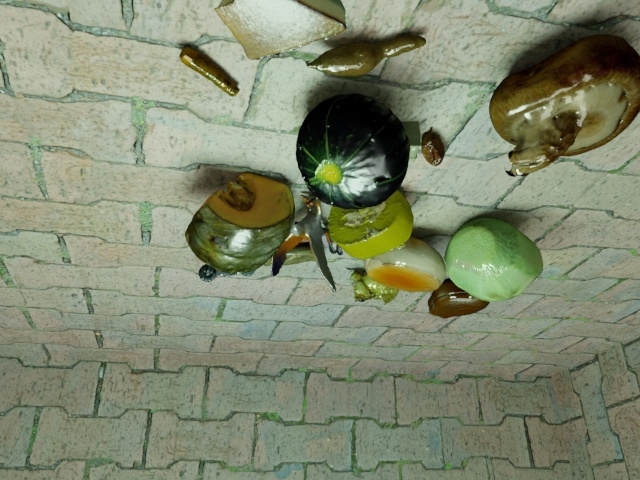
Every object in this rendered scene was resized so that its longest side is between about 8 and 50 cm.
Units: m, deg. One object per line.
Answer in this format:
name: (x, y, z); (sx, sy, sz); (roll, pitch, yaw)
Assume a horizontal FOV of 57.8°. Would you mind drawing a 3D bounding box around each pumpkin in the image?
pumpkin: (-0.229, -0.048, 1.730); (0.256, 0.303, 0.225); (39, 139, 5)
pumpkin: (0.095, -0.236, 1.457); (0.295, 0.296, 0.296); (-1, 152, -1)

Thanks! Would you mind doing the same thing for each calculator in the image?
calculator: (0.003, 0.007, 2.104); (0.094, 0.019, 0.141); (14, 148, -33)

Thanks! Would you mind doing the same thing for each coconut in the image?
coconut: (0.595, 0.073, 1.988); (0.328, 0.281, 0.328); (5, 155, 2)

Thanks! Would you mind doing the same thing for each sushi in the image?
sushi: (0.311, -0.257, 1.603); (0.052, 0.055, 0.120); (-8, 142, 33)

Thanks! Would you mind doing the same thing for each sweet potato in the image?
sweet potato: (0.100, -0.409, 1.292); (0.269, 0.075, 0.075); (-13, 151, 1)

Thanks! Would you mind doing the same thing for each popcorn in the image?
popcorn: (0.214, 0.176, 2.312); (0.195, 0.174, 0.168); (-11, 173, -2)

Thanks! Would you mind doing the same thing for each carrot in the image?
carrot: (-0.252, -0.385, 1.340); (0.042, 0.042, 0.170); (-20, 147, 30)

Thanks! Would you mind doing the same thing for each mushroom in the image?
mushroom: (0.574, -0.290, 1.337); (0.345, 0.260, 0.345); (-1, 152, -1)

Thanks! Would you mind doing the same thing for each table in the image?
table: (0.231, -0.262, 1.559); (0.062, 0.079, 0.083); (1, 153, -2)

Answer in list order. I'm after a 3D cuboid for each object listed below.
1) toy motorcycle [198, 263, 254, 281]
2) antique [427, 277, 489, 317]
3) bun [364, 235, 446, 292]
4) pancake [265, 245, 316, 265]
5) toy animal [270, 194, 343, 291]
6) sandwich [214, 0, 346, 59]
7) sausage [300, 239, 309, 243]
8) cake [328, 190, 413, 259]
toy motorcycle: (-0.348, 0.083, 2.149); (0.213, 0.122, 0.082); (-6, 178, -18)
antique: (0.585, 0.237, 2.449); (0.223, 0.129, 0.278); (16, 147, -31)
bun: (0.303, 0.066, 2.076); (0.298, 0.165, 0.299); (11, 158, 4)
pancake: (-0.102, 0.057, 2.112); (0.241, 0.050, 0.242); (-6, 166, -1)
toy animal: (-0.002, -0.020, 1.898); (0.225, 0.284, 0.302); (13, 122, 24)
sandwich: (-0.080, -0.469, 1.124); (0.220, 0.108, 0.186); (-10, 151, 19)
sausage: (-0.084, -0.003, 2.057); (0.186, 0.043, 0.043); (-19, 147, 29)
cake: (0.164, -0.049, 1.842); (0.260, 0.179, 0.156); (-16, 149, 26)
